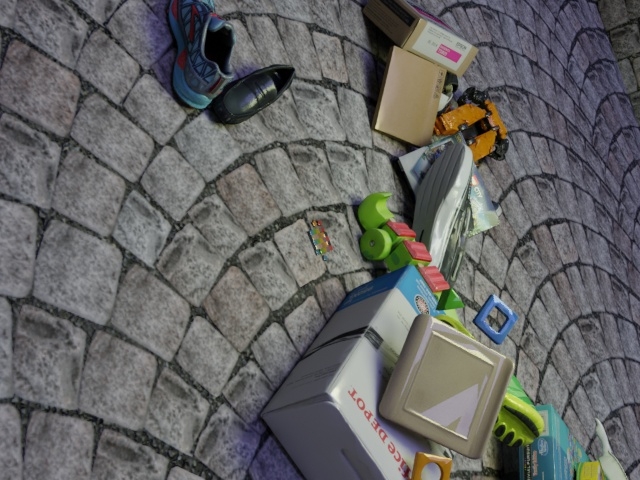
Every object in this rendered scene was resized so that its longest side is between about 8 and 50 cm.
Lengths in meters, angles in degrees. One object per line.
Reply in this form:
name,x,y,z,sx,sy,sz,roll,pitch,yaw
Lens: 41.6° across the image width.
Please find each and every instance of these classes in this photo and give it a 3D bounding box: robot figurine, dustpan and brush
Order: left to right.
robot figurine,0.388,-0.282,2.175,0.291,0.085,0.211,-29,94,-51
dustpan and brush,0.658,0.512,1.923,0.211,0.060,0.147,63,-6,4

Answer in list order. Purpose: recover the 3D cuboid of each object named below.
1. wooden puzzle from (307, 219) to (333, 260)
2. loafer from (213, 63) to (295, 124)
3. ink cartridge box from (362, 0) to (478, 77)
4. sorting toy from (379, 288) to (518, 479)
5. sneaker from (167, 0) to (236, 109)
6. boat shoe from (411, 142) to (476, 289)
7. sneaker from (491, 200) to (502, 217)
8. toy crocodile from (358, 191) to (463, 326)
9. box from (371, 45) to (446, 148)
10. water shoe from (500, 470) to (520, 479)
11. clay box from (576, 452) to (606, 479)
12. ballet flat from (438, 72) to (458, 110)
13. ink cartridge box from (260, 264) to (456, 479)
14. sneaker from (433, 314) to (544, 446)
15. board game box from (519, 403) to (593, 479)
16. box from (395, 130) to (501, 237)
wooden puzzle,0.000,0.000,1.634,0.049,0.006,0.083,-17,84,-52
loafer,-0.122,-0.283,1.583,0.076,0.078,0.223,57,39,-10
ink cartridge box,0.245,-0.511,2.057,0.234,0.088,0.193,14,29,-44
sorting toy,0.204,0.240,1.379,0.195,0.047,0.348,28,75,-15
sneaker,-0.194,-0.367,1.505,0.104,0.125,0.262,15,60,-45
boat shoe,0.278,-0.046,1.850,0.119,0.121,0.335,25,78,-30
sneaker,0.353,-0.108,2.041,0.226,0.086,0.164,-25,93,-51
toy crocodile,0.182,0.049,1.703,0.115,0.105,0.341,3,48,-48
box,0.207,-0.329,1.954,0.164,0.021,0.201,17,84,-31
water shoe,0.407,0.578,1.751,0.080,0.072,0.203,51,41,-21
clay box,0.579,0.573,1.787,0.128,0.053,0.222,66,28,-26
ballet flat,0.284,-0.373,2.099,0.280,0.095,0.096,-37,109,-51
ink cartridge box,0.110,0.275,1.488,0.286,0.166,0.395,56,38,-12
sneaker,0.277,0.247,1.503,0.295,0.109,0.123,49,11,-15
board game box,0.521,0.546,1.834,0.336,0.079,0.254,49,38,-43
box,0.291,-0.111,1.926,0.159,0.044,0.233,-23,89,-7
